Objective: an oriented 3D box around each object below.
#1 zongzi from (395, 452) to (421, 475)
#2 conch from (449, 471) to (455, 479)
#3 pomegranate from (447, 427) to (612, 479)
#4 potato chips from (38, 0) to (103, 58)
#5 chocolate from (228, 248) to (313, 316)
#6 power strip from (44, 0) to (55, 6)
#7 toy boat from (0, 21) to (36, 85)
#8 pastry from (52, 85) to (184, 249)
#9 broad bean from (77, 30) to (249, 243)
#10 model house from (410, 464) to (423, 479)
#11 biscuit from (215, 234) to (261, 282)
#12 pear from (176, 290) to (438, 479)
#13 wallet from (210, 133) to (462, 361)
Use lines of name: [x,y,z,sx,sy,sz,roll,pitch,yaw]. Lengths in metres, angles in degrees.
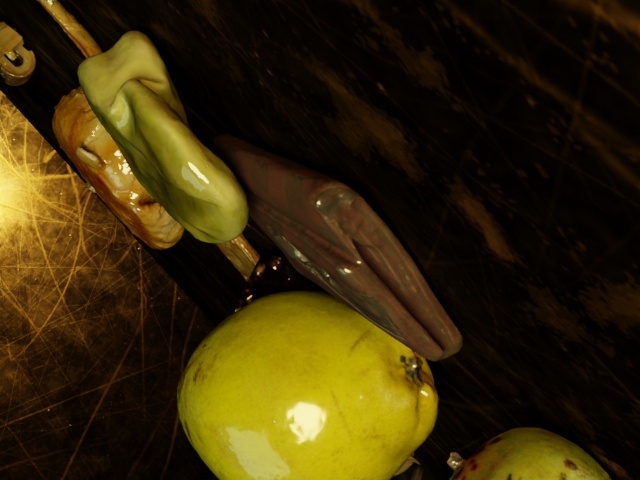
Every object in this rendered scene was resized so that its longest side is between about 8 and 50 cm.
zongzi: [0.044,0.227,1.209,0.194,0.099,0.197,40,-153,-43]
conch: [0.183,0.293,0.793,0.196,0.134,0.202,51,166,-13]
pomegranate: [0.168,0.209,0.622,0.169,0.148,0.148,22,169,-5]
potato chips: [-0.276,-0.231,0.920,0.204,0.037,0.026,53,157,-4]
chocolate: [-0.038,0.103,0.970,0.133,0.156,0.156,29,167,0]
power strip: [-0.299,-0.279,0.876,0.090,0.016,0.040,48,168,-4]
toy boat: [-0.499,-0.298,1.393,0.088,0.068,0.226,45,166,-18]
pastry: [-0.237,-0.095,1.044,0.229,0.100,0.218,41,163,31]
broad bean: [-0.130,-0.077,0.715,0.206,0.072,0.153,57,169,25]
model house: [0.224,0.428,1.104,0.279,0.204,0.218,12,159,13]
biscuit: [-0.092,0.028,1.129,0.247,0.029,0.118,51,163,-13]
pear: [-0.017,0.148,0.809,0.269,0.212,0.212,-18,121,36]
wallet: [0.000,0.000,0.688,0.182,0.049,0.229,52,169,-31]
